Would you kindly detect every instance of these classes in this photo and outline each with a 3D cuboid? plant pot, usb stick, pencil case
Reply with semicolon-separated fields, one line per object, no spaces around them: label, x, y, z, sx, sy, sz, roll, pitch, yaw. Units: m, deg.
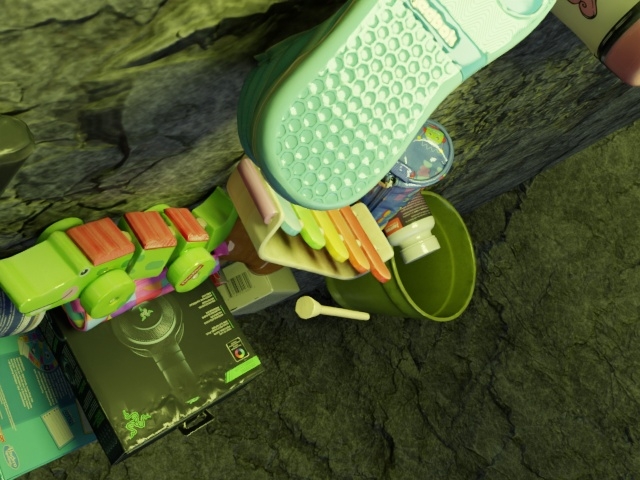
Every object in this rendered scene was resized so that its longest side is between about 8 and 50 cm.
plant pot;0.205;0.072;1.821;0.366;0.366;0.353;-17;-179;-43
usb stick;-0.328;-0.022;0.526;0.278;0.045;0.077;-32;176;39
pencil case;-0.258;0.043;0.891;0.236;0.104;0.104;-26;174;-32
pencil case;0.113;-0.101;1.054;0.133;0.119;0.306;-49;180;-20

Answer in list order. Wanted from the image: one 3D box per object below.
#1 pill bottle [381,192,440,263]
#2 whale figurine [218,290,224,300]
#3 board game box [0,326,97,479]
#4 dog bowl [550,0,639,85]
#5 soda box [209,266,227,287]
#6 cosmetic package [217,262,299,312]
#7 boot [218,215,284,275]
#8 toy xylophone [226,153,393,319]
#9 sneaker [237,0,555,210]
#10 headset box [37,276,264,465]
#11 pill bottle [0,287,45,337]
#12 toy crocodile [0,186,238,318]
pill bottle;0.167;-0.055;1.254;0.108;0.193;0.108;-25;171;-4
whale figurine;-0.351;0.155;1.396;0.272;0.141;0.216;1;167;-8
board game box;-0.463;0.237;1.032;0.079;0.254;0.336;-27;172;18
dog bowl;0.446;-0.310;0.623;0.408;0.150;0.408;-25;172;-4
soda box;-0.321;0.103;1.205;0.263;0.083;0.092;-28;172;18
cosmetic package;-0.176;0.121;1.649;0.160;0.113;0.309;-26;173;6
boot;-0.077;-0.018;1.094;0.211;0.104;0.295;-31;166;37
toy xylophone;0.000;0.000;0.883;0.081;0.236;0.322;-40;159;21
sneaker;0.046;-0.171;0.514;0.319;0.127;0.208;-44;-158;-7
headset box;-0.264;0.175;0.965;0.246;0.283;0.131;-24;167;-35
pill bottle;-0.410;0.072;0.702;0.094;0.094;0.169;-28;172;20
toy crocodile;-0.233;0.008;0.769;0.340;0.115;0.105;-18;151;-51
